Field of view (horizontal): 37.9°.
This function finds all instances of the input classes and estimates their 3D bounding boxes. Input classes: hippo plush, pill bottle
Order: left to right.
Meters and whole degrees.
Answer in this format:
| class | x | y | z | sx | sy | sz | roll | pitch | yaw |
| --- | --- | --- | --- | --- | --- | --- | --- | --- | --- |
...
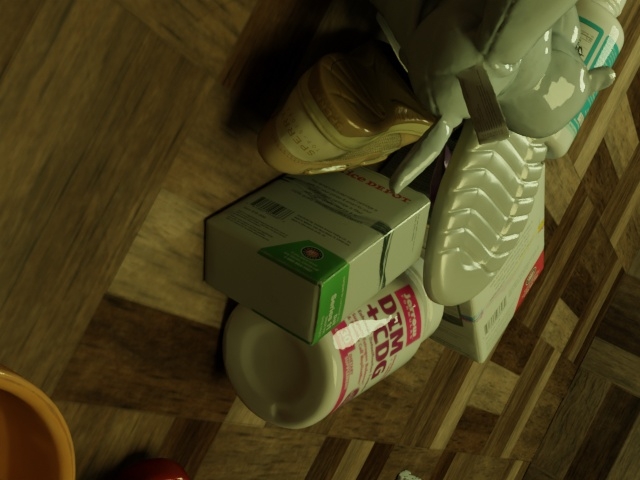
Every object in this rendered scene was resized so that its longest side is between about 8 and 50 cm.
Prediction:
| class | x | y | z | sx | sy | sz | roll | pitch | yaw |
| --- | --- | --- | --- | --- | --- | --- | --- | --- | --- |
| pill bottle | 0.027 | 0.104 | 1.134 | 0.283 | 0.160 | 0.160 | -22 | 132 | -53 |
| hippo plush | 0.202 | -0.199 | 0.912 | 0.236 | 0.234 | 0.294 | 13 | 60 | -44 |
| pill bottle | 0.360 | -0.267 | 1.408 | 0.264 | 0.146 | 0.146 | -61 | 153 | -5 |

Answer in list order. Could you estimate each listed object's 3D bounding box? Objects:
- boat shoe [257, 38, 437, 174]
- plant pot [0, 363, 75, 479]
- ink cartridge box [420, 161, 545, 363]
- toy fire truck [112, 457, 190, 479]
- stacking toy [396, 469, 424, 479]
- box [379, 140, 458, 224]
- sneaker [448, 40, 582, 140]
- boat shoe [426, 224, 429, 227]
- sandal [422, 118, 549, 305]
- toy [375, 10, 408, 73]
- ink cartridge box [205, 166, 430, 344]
| class | x | y | z | sx | sy | sz | roll | pitch | yaw |
| --- | --- | --- | --- | --- | --- | --- | --- | --- | --- |
| boat shoe | 0.036 | -0.139 | 1.011 | 0.110 | 0.122 | 0.341 | -35 | 173 | 25 |
| plant pot | -0.317 | 0.156 | 0.528 | 0.291 | 0.203 | 0.291 | -41 | 146 | -36 |
| ink cartridge box | 0.251 | 0.020 | 1.486 | 0.226 | 0.131 | 0.306 | -51 | 149 | -21 |
| toy fire truck | -0.227 | 0.388 | 0.971 | 0.253 | 0.169 | 0.302 | -14 | 128 | -27 |
| stacking toy | 0.114 | 0.552 | 1.794 | 0.221 | 0.052 | 0.167 | -9 | 121 | -57 |
| box | 0.168 | -0.091 | 1.247 | 0.137 | 0.126 | 0.072 | -50 | 149 | -24 |
| sneaker | 0.215 | -0.204 | 1.253 | 0.283 | 0.122 | 0.110 | -25 | 100 | -23 |
| boat shoe | 0.177 | -0.088 | 1.338 | 0.170 | 0.059 | 0.063 | -57 | 152 | -11 |
| sandal | 0.198 | -0.125 | 1.132 | 0.169 | 0.102 | 0.417 | 17 | 90 | -45 |
| toy | 0.125 | -0.277 | 1.070 | 0.137 | 0.056 | 0.237 | 52 | 56 | -34 |
| ink cartridge box | 0.000 | 0.000 | 1.004 | 0.208 | 0.153 | 0.087 | -34 | 141 | -43 |
